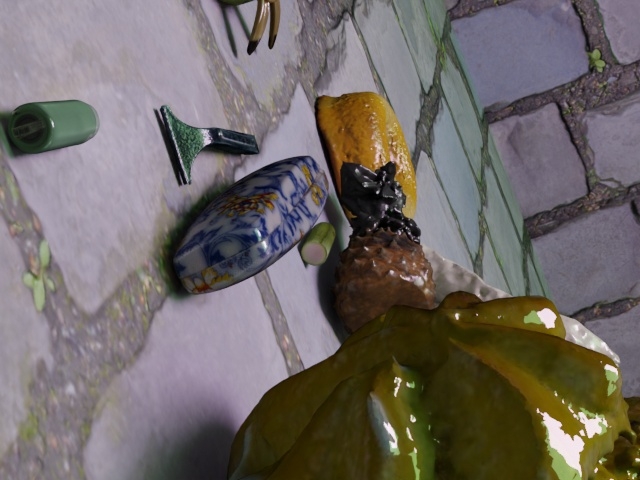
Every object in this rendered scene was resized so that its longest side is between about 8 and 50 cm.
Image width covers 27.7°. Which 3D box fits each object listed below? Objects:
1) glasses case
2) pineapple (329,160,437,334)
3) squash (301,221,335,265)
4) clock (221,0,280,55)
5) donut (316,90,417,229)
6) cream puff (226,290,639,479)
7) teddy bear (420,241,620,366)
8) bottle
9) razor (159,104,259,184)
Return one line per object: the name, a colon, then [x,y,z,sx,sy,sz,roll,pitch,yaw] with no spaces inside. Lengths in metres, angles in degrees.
glasses case: [-0.049,-0.018,1.036,0.065,0.087,0.248,65,15,-9]
pineapple: [0.062,0.002,1.380,0.111,0.119,0.237,17,34,-16]
squash: [0.000,0.000,1.311,0.083,0.027,0.027,-67,136,-70]
clock: [-0.085,-0.303,1.295,0.170,0.069,0.232,-48,120,-74]
donut: [0.063,-0.096,1.568,0.174,0.075,0.190,45,30,-60]
cream puff: [0.108,0.169,0.858,0.378,0.378,0.275,-9,103,-75]
teddy bear: [0.166,0.233,1.495,0.362,0.375,0.327,-61,152,-9]
bottle: [-0.162,-0.071,0.799,0.083,0.030,0.030,-36,107,-76]
razor: [-0.082,-0.082,1.101,0.190,0.033,0.066,-11,83,-76]
